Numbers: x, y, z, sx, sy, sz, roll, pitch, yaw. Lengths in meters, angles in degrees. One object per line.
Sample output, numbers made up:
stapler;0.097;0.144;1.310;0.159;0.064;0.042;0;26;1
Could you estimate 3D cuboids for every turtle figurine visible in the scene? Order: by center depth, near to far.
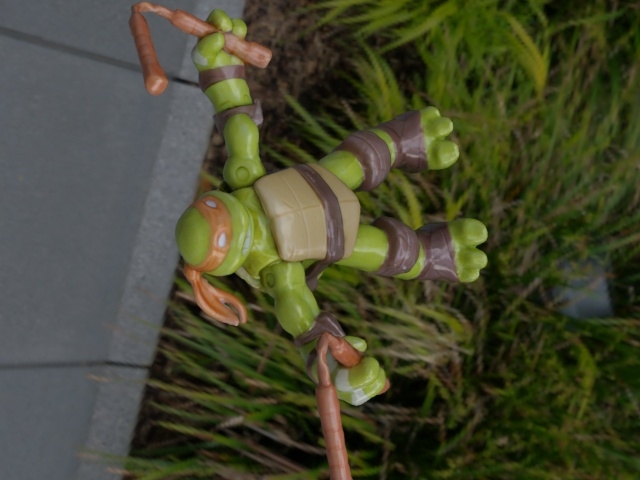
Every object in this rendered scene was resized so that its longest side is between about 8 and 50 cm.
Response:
turtle figurine;0.000;0.000;0.588;0.217;0.087;0.270;-9;69;-48
